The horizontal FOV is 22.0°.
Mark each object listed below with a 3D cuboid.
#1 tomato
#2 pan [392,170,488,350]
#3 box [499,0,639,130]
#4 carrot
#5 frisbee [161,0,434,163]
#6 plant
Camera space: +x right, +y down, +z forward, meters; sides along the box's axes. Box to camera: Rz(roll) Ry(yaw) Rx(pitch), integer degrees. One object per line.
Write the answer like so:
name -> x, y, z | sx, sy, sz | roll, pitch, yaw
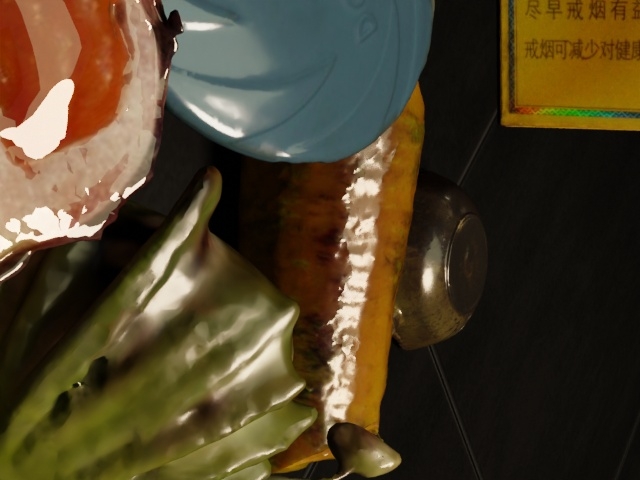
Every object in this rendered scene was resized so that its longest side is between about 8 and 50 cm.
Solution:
tomato -> -0.179, -0.073, 0.669 | 0.228, 0.112, 0.199 | -31, 116, -33
pan -> 0.077, 0.048, 1.206 | 0.128, 0.048, 0.202 | 53, 50, -51
box -> 0.243, -0.239, 1.311 | 0.084, 0.193, 0.301 | -20, 111, -59
carrot -> 0.000, 0.000, 1.005 | 0.114, 0.114, 0.302 | 5, 90, -61
frisbee -> -0.028, -0.182, 0.882 | 0.289, 0.049, 0.289 | 19, 62, -41
plant -> -0.129, 0.114, 0.745 | 0.333, 0.180, 0.251 | -47, 122, -43
